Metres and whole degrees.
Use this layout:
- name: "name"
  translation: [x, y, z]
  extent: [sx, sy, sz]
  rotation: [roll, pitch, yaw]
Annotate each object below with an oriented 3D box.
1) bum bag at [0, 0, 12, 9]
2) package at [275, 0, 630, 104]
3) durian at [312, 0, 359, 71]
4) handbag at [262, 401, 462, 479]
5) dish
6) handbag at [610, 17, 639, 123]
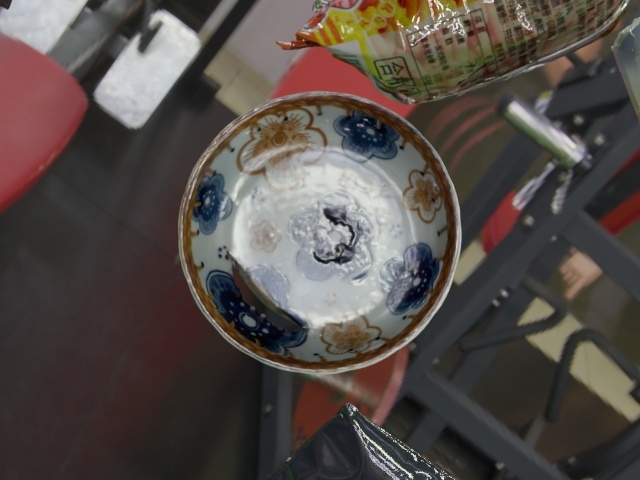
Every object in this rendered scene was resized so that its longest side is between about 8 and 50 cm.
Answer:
- name: "bum bag"
  translation: [-0.368, -0.348, 1.164]
  extent: [0.026, 0.109, 0.159]
  rotation: [2, 40, -35]
- name: "package"
  translation: [0.127, -0.168, 0.759]
  extent: [0.223, 0.288, 0.108]
  rotation: [-12, 88, -77]
- name: "durian"
  translation: [0.103, -0.260, 1.216]
  extent: [0.159, 0.198, 0.146]
  rotation: [60, 24, -6]
- name: "handbag"
  translation: [0.051, 0.305, 1.162]
  extent: [0.254, 0.211, 0.089]
  rotation: [37, 27, -23]
- name: "dish"
  translation: [0.000, 0.000, 0.538]
  extent: [0.141, 0.141, 0.078]
  rotation: [46, -5, 6]
- name: "handbag"
  translation: [0.371, -0.167, 1.045]
  extent: [0.095, 0.117, 0.173]
  rotation: [19, 49, -53]
